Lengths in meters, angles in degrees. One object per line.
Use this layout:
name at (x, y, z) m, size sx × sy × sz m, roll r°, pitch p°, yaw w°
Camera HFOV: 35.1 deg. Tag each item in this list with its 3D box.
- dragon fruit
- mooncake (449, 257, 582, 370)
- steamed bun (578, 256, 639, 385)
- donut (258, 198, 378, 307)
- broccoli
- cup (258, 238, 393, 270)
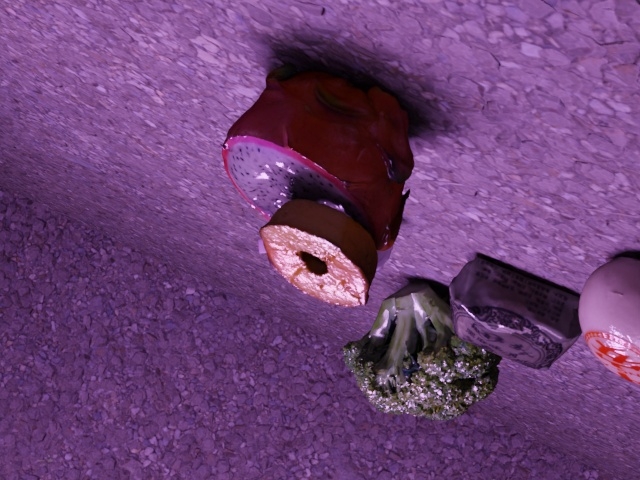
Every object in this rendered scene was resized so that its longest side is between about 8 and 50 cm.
dragon fruit at (0.007, -0.130, 1.454) m, size 0.290 × 0.189 × 0.291 m, roll 24°, pitch 158°, yaw 11°
mooncake at (0.364, 0.150, 1.936) m, size 0.254 × 0.136 × 0.250 m, roll 23°, pitch 163°, yaw 13°
steamed bun at (0.490, 0.141, 1.536) m, size 0.232 × 0.145 × 0.232 m, roll 40°, pitch 172°, yaw 7°
donut at (0.003, 0.011, 1.416) m, size 0.174 × 0.075 × 0.190 m, roll 13°, pitch 150°, yaw 37°
broccoli at (0.234, 0.255, 2.274) m, size 0.310 × 0.321 × 0.413 m, roll 38°, pitch -178°, yaw -10°
cup at (0.010, 0.011, 1.916) m, size 0.167 × 0.221 × 0.202 m, roll 59°, pitch 154°, yaw -13°
